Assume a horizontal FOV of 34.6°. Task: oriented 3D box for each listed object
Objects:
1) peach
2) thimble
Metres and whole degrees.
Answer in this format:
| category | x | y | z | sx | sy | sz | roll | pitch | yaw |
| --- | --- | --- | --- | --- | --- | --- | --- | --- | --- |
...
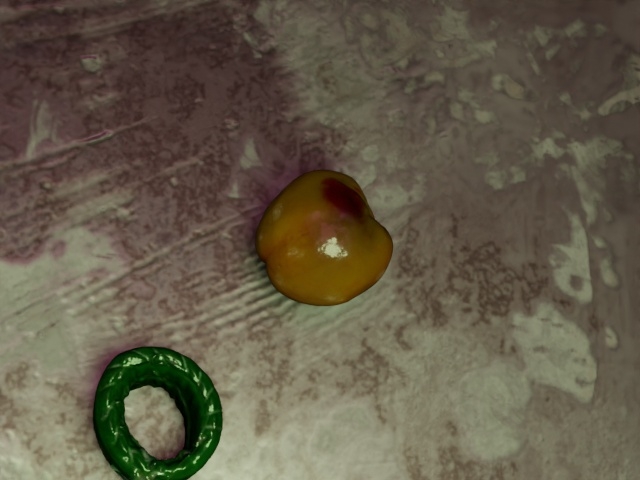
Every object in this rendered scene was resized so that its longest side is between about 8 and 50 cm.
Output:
| category | x | y | z | sx | sy | sz | roll | pitch | yaw |
| --- | --- | --- | --- | --- | --- | --- | --- | --- | --- |
| peach | 0.000 | 0.000 | 1.046 | 0.138 | 0.138 | 0.138 | 5 | 69 | -13 |
| thimble | -0.153 | 0.168 | 0.959 | 0.118 | 0.090 | 0.130 | 6 | 69 | -14 |
